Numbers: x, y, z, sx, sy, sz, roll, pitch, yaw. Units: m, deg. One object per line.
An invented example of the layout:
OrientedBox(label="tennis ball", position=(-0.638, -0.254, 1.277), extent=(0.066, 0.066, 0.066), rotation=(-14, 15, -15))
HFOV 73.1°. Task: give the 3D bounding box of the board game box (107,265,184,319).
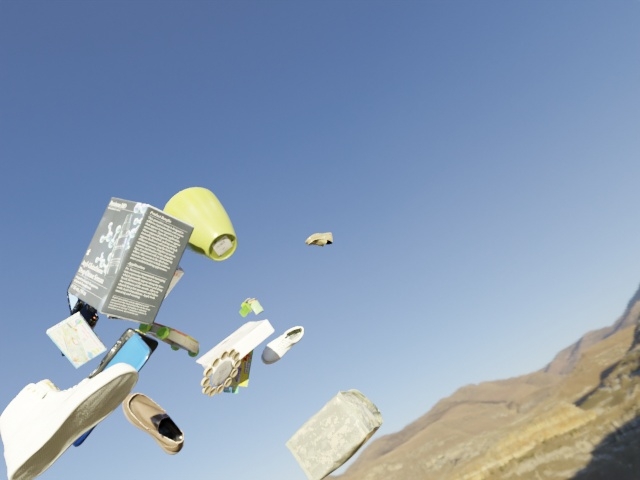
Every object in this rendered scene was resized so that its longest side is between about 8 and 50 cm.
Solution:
OrientedBox(label="board game box", position=(-0.754, 0.221, 1.863), extent=(0.305, 0.053, 0.193), rotation=(-49, -31, 12))

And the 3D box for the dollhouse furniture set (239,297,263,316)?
OrientedBox(label="dollhouse furniture set", position=(-0.311, 0.303, 2.003), extent=(0.058, 0.076, 0.151), rotation=(-48, -14, 23))

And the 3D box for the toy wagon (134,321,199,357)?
OrientedBox(label="toy wagon", position=(-0.741, 0.455, 2.052), extent=(0.344, 0.068, 0.267), rotation=(10, -28, 28))

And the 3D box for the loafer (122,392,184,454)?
OrientedBox(label="loafer", position=(-0.773, 0.848, 2.050), extent=(0.130, 0.366, 0.134), rotation=(-47, 3, 35))

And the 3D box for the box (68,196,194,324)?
OrientedBox(label="box", position=(-0.698, 0.069, 1.599), extent=(0.212, 0.293, 0.396), rotation=(32, -106, -48))

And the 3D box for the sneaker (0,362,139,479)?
OrientedBox(label="sneaker", position=(-0.543, 0.332, 0.915), extent=(0.292, 0.169, 0.108), rotation=(-41, -35, -15))

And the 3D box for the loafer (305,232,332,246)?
OrientedBox(label="loafer", position=(0.000, 0.000, 1.873), extent=(0.148, 0.050, 0.056), rotation=(-14, -25, -37))

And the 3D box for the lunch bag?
OrientedBox(label="lunch bag", position=(0.061, 0.606, 1.373), extent=(0.235, 0.169, 0.287), rotation=(-44, -26, 3))

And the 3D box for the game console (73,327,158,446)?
OrientedBox(label="game console", position=(-0.579, 0.426, 1.256), extent=(0.293, 0.173, 0.250), rotation=(-53, -22, -16))

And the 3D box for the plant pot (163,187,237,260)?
OrientedBox(label="plant pot", position=(-0.489, -0.042, 1.849), extent=(0.274, 0.293, 0.275), rotation=(-26, -45, -29))

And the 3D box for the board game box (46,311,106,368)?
OrientedBox(label="board game box", position=(-0.778, 0.320, 1.383), extent=(0.103, 0.026, 0.154), rotation=(-32, -65, -18))

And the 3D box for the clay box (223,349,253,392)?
OrientedBox(label="clay box", position=(-0.362, 0.558, 1.904), extent=(0.053, 0.222, 0.127), rotation=(23, -27, -37))

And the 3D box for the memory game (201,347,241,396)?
OrientedBox(label="memory game", position=(-0.349, 0.464, 1.524), extent=(0.186, 0.012, 0.186), rotation=(-39, -40, -42))

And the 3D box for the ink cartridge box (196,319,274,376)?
OrientedBox(label="ink cartridge box", position=(-0.366, 0.454, 1.836), extent=(0.296, 0.066, 0.261), rotation=(-36, 6, -28))

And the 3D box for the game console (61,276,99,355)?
OrientedBox(label="game console", position=(-1.063, 0.309, 1.872), extent=(0.213, 0.361, 0.044), rotation=(-48, -41, 8))

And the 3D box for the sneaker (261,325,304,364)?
OrientedBox(label="sneaker", position=(-0.184, 0.496, 2.092), extent=(0.258, 0.094, 0.091), rotation=(-36, -21, -38))
